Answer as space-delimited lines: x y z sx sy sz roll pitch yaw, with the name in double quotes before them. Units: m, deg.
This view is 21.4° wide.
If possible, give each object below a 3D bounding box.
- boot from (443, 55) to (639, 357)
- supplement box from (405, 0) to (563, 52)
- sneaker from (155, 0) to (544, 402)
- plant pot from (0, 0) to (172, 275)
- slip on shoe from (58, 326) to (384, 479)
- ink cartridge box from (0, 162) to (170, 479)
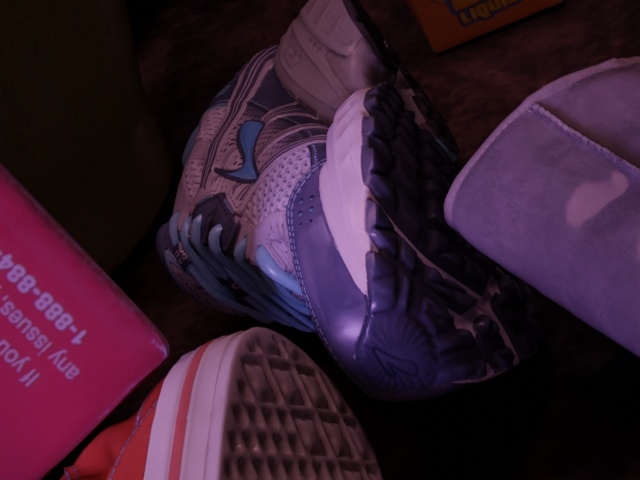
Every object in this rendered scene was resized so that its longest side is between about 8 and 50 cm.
"boot" 0.103 0.029 0.481 0.189 0.076 0.208 -25 45 -26
"supplement box" 0.072 -0.190 0.927 0.078 0.080 0.233 -21 26 12
"sneaker" 0.000 0.000 0.663 0.122 0.110 0.283 -36 20 10
"plant pot" -0.248 -0.122 0.786 0.366 0.353 0.366 -20 28 11
"slip on shoe" -0.051 0.145 0.431 0.101 0.123 0.331 -33 21 22
"ink cartridge box" -0.287 0.058 0.527 0.384 0.279 0.160 -44 31 -6
